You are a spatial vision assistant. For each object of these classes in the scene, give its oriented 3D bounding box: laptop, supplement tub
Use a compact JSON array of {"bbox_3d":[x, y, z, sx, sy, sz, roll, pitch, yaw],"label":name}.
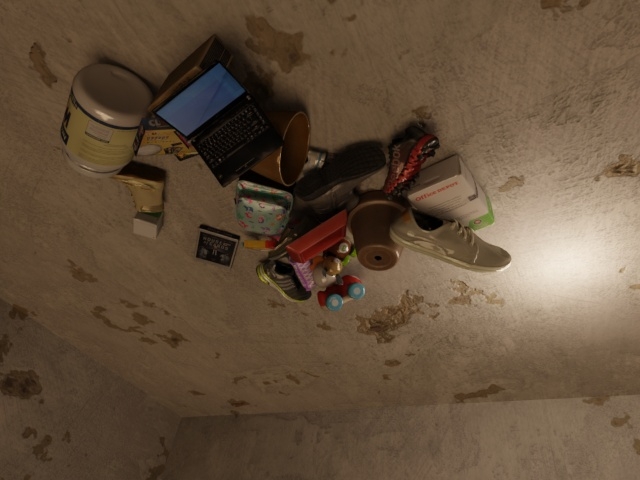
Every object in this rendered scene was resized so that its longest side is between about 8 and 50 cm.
[{"bbox_3d":[-0.277,-0.314,1.275,0.234,0.136,0.264,-33,97,12],"label":"laptop"},{"bbox_3d":[-0.702,-0.377,1.486,0.235,0.235,0.325,29,135,-20],"label":"supplement tub"}]

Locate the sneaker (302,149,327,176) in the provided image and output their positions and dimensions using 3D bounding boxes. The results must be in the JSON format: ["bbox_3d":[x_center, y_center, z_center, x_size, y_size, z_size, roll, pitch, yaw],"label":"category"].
[{"bbox_3d":[-0.040,-0.249,1.632,0.083,0.071,0.190,24,132,0],"label":"sneaker"}]

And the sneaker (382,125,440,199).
[{"bbox_3d":[0.271,-0.260,1.502,0.135,0.098,0.276,50,136,21],"label":"sneaker"}]

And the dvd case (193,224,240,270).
[{"bbox_3d":[-0.470,0.036,2.054,0.179,0.029,0.238,17,139,-9],"label":"dvd case"}]

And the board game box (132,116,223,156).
[{"bbox_3d":[-0.430,-0.319,1.390,0.243,0.042,0.165,-13,169,-34],"label":"board game box"}]

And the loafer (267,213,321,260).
[{"bbox_3d":[-0.107,-0.011,1.742,0.251,0.094,0.087,-35,82,13],"label":"loafer"}]

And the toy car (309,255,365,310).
[{"bbox_3d":[0.056,0.167,2.008,0.210,0.219,0.237,-27,91,-7],"label":"toy car"}]

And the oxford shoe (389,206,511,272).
[{"bbox_3d":[0.461,-0.004,1.563,0.450,0.169,0.130,17,121,-7],"label":"oxford shoe"}]

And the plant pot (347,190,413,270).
[{"bbox_3d":[0.219,-0.019,1.705,0.263,0.229,0.263,6,138,6],"label":"plant pot"}]

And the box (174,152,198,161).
[{"bbox_3d":[-0.440,-0.376,1.577,0.233,0.044,0.159,-13,133,24],"label":"box"}]

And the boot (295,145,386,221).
[{"bbox_3d":[0.097,-0.195,1.609,0.338,0.118,0.223,-20,150,19],"label":"boot"}]

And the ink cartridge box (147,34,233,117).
[{"bbox_3d":[-0.382,-0.469,1.350,0.235,0.193,0.088,-24,129,33],"label":"ink cartridge box"}]

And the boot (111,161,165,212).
[{"bbox_3d":[-0.741,-0.211,1.788,0.262,0.095,0.203,12,140,-8],"label":"boot"}]

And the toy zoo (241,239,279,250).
[{"bbox_3d":[-0.191,0.023,1.903,0.293,0.030,0.192,1,174,10],"label":"toy zoo"}]

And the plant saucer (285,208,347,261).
[{"bbox_3d":[0.000,0.000,1.721,0.259,0.047,0.259,-32,169,-5],"label":"plant saucer"}]

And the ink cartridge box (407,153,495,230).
[{"bbox_3d":[0.457,-0.143,1.603,0.198,0.114,0.273,-23,130,32],"label":"ink cartridge box"}]

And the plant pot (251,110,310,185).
[{"bbox_3d":[-0.195,-0.318,1.480,0.255,0.237,0.237,14,140,15],"label":"plant pot"}]

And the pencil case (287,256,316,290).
[{"bbox_3d":[-0.076,0.129,2.034,0.086,0.088,0.206,-10,136,19],"label":"pencil case"}]

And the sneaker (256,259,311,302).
[{"bbox_3d":[-0.149,0.185,2.100,0.300,0.111,0.121,35,129,-28],"label":"sneaker"}]

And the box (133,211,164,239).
[{"bbox_3d":[-0.730,-0.076,1.936,0.101,0.087,0.102,18,138,-9],"label":"box"}]

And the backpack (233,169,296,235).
[{"bbox_3d":[-0.213,-0.131,1.710,0.225,0.191,0.253,14,143,-5],"label":"backpack"}]

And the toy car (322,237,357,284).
[{"bbox_3d":[0.059,0.088,1.885,0.155,0.188,0.149,27,136,-18],"label":"toy car"}]

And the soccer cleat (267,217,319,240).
[{"bbox_3d":[-0.108,-0.042,1.870,0.248,0.095,0.083,0,176,31],"label":"soccer cleat"}]
